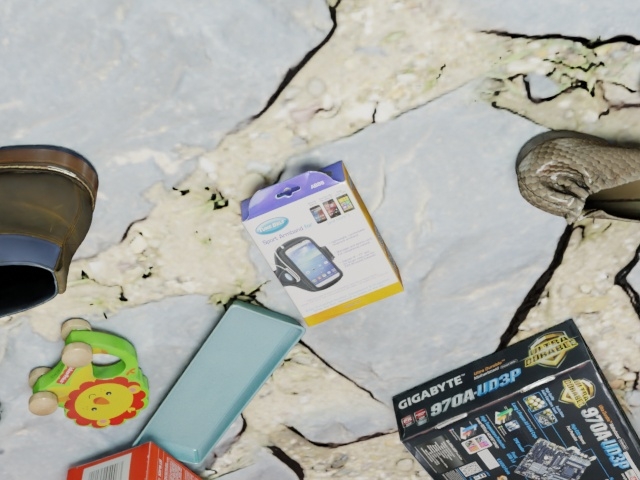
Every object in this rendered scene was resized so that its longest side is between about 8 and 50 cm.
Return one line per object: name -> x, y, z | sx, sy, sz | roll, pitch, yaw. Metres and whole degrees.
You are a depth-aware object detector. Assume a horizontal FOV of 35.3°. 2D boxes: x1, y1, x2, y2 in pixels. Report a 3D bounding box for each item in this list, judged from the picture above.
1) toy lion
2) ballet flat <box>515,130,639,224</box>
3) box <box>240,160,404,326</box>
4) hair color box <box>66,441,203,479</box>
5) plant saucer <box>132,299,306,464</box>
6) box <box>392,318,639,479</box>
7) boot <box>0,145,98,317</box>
toy lion -> -0.178, 0.114, 0.806 | 0.096, 0.034, 0.100 | 18, 126, -31
ballet flat -> 0.262, -0.037, 0.717 | 0.249, 0.058, 0.084 | 3, 131, -11
box -> 0.000, 0.000, 0.733 | 0.081, 0.028, 0.136 | -21, 128, 10
hair color box -> -0.141, 0.250, 0.902 | 0.093, 0.053, 0.167 | -21, 133, 20
plant saucer -> -0.087, 0.120, 0.831 | 0.067, 0.018, 0.192 | 21, 124, -23
box -> 0.189, 0.184, 0.905 | 0.175, 0.051, 0.220 | -26, 129, 14
boot -> -0.255, -0.001, 0.640 | 0.219, 0.106, 0.082 | -9, 131, -1
